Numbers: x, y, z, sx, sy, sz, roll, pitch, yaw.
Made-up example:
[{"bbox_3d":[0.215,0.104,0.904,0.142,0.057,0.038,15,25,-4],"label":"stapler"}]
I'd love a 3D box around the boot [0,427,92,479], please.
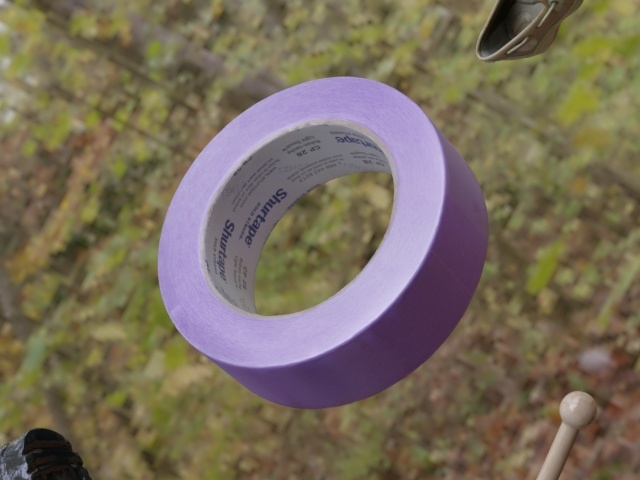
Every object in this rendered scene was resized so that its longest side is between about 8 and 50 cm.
[{"bbox_3d":[-0.210,0.272,1.172,0.207,0.246,0.094,-36,-21,21],"label":"boot"}]

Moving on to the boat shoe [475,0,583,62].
[{"bbox_3d":[0.153,-0.179,1.310,0.048,0.056,0.153,-21,-18,-20],"label":"boat shoe"}]

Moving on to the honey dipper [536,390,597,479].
[{"bbox_3d":[0.099,0.146,0.878,0.030,0.030,0.161,-83,14,-71],"label":"honey dipper"}]

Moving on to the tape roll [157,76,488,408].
[{"bbox_3d":[0.000,0.000,1.519,0.274,0.090,0.275,-16,54,24],"label":"tape roll"}]
